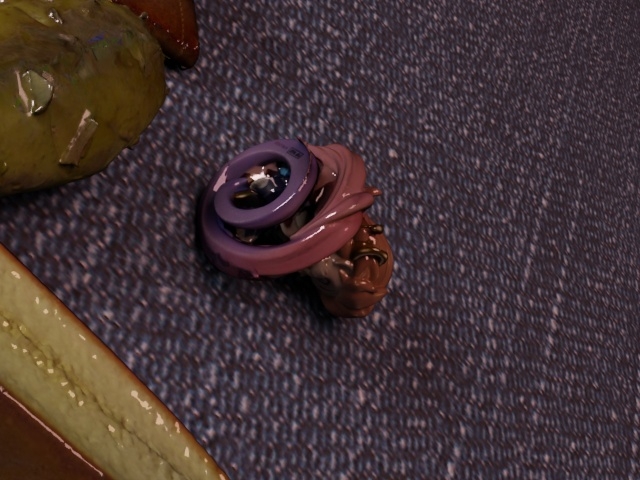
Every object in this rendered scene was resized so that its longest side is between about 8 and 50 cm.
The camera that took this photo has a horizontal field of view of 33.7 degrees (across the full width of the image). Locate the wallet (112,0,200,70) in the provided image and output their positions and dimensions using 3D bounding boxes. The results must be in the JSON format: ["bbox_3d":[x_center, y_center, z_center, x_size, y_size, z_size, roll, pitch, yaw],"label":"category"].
[{"bbox_3d":[-0.191,-0.219,0.735,0.255,0.031,0.137,21,44,-45],"label":"wallet"}]

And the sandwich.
[{"bbox_3d":[-0.152,0.079,0.509,0.258,0.096,0.094,48,30,-13],"label":"sandwich"}]

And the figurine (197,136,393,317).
[{"bbox_3d":[0.002,-0.010,0.750,0.157,0.126,0.114,24,90,-37],"label":"figurine"}]

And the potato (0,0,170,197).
[{"bbox_3d":[-0.172,-0.084,0.607,0.117,0.090,0.225,45,38,6],"label":"potato"}]
